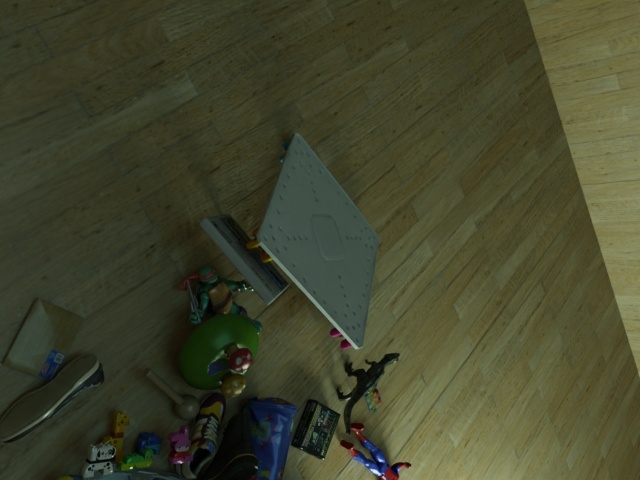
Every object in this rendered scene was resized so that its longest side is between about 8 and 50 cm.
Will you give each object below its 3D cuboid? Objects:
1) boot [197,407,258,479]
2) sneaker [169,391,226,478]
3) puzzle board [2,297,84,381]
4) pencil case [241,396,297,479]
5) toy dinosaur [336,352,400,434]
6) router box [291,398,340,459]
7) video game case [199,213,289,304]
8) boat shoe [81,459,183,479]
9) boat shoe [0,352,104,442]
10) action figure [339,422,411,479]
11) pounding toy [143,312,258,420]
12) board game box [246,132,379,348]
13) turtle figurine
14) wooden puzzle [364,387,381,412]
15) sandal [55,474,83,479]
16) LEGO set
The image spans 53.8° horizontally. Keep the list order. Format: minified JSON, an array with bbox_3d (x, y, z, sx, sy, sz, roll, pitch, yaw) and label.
[{"bbox_3d":[-0.206,0.462,1.342,0.077,0.197,0.137,38,26,-35],"label":"boot"},{"bbox_3d":[-0.239,0.411,1.328,0.069,0.083,0.186,42,62,-33],"label":"sneaker"},{"bbox_3d":[-0.501,0.181,1.146,0.096,0.011,0.128,36,66,-37],"label":"puzzle board"},{"bbox_3d":[-0.144,0.498,1.392,0.119,0.133,0.306,71,32,-74],"label":"pencil case"},{"bbox_3d":[0.099,0.370,1.618,0.268,0.118,0.064,-50,120,-31],"label":"toy dinosaur"},{"bbox_3d":[-0.011,0.469,1.567,0.092,0.038,0.123,39,63,-35],"label":"router box"},{"bbox_3d":[-0.155,0.034,1.326,0.023,0.193,0.212,-41,90,8],"label":"video game case"},{"bbox_3d":[-0.348,0.478,1.225,0.227,0.081,0.079,25,69,-40],"label":"boat shoe"},{"bbox_3d":[-0.474,0.292,1.126,0.206,0.075,0.065,-42,137,-31],"label":"boat shoe"},{"bbox_3d":[0.180,0.607,1.677,0.091,0.139,0.280,-53,124,-29],"label":"action figure"},{"bbox_3d":[-0.207,0.269,1.282,0.236,0.110,0.183,-37,135,-16],"label":"pounding toy"},{"bbox_3d":[0.000,0.000,1.492,0.390,0.050,0.390,50,34,-30],"label":"board game box"},{"bbox_3d":[-0.208,0.130,1.347,0.175,0.118,0.234,-33,128,-20],"label":"turtle figurine"},{"bbox_3d":[0.145,0.435,1.732,0.049,0.006,0.083,-31,109,-39],"label":"wooden puzzle"},{"bbox_3d":[-0.428,0.567,1.135,0.138,0.126,0.318,-11,104,-48],"label":"sandal"},{"bbox_3d":[-0.358,0.380,1.212,0.227,0.087,0.093,9,87,-46],"label":"LEGO set"}]
